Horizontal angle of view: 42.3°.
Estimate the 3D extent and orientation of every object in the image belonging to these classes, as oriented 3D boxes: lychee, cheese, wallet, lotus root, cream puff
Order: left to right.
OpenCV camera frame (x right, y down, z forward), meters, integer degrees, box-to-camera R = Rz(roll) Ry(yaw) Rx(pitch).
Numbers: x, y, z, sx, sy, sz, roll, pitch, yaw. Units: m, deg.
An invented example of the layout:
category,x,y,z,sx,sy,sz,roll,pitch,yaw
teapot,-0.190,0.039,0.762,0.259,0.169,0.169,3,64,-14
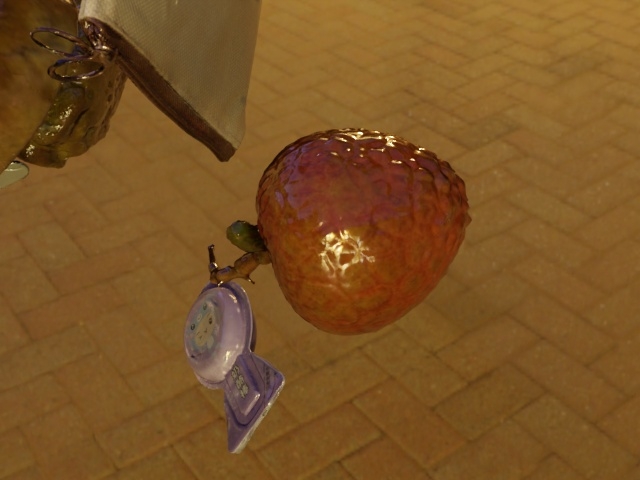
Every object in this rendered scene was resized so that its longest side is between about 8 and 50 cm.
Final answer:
category,x,y,z,sx,sy,sz,roll,pitch,yaw
lotus root,-0.416,-0.136,0.887,0.390,0.111,0.375,-22,56,32
cream puff,-0.360,-0.223,1.148,0.196,0.244,0.244,47,49,5
wallet,-0.137,-0.237,0.825,0.068,0.335,0.275,9,80,19
cheese,-0.090,0.108,0.805,0.042,0.105,0.191,19,21,-37
lychee,0.006,0.001,0.416,0.140,0.101,0.114,-38,-8,9

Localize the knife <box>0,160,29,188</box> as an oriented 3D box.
category,x,y,z,sx,sy,sz,roll,pitch,yaw
knife,-0.551,-0.075,1.073,0.336,0.081,0.043,2,45,-8
